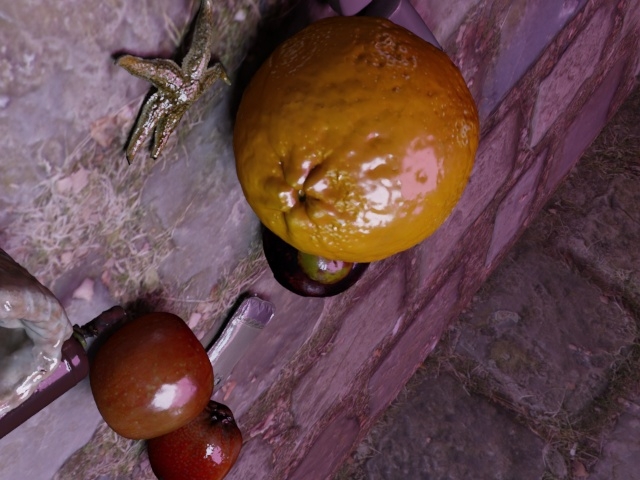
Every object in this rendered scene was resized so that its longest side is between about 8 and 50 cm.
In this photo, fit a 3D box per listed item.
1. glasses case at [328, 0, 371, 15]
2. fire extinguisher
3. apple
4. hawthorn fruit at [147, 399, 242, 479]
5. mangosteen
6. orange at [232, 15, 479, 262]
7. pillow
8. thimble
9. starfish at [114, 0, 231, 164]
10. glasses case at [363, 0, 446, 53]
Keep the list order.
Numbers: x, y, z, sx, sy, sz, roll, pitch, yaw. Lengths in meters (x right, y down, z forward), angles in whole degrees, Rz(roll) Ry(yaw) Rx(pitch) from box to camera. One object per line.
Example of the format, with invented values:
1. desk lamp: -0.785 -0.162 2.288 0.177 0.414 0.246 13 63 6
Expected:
1. glasses case: 0.090 -0.423 1.207 0.233 0.059 0.092 -51 156 -11
2. fire extinguisher: -0.380 0.179 0.969 0.341 0.105 0.141 -38 -164 -33
3. apple: -0.245 0.197 1.224 0.168 0.181 0.181 -29 153 -8
4. hawthorn fruit: -0.238 0.378 1.515 0.188 0.169 0.169 -47 160 9
5. mangosteen: 0.000 0.000 1.411 0.210 0.210 0.210 -45 156 -27
6. orange: 0.041 -0.129 1.142 0.293 0.341 0.340 -51 162 -48
7. pillow: -0.171 0.202 1.558 0.232 0.038 0.131 -54 155 0
8. thimble: -0.378 0.098 0.834 0.196 0.148 0.229 -59 156 6
9. starfish: -0.176 -0.190 1.009 0.217 0.050 0.223 1 115 -56
10. glasses case: 0.120 -0.324 1.383 0.128 0.083 0.308 -53 159 7
